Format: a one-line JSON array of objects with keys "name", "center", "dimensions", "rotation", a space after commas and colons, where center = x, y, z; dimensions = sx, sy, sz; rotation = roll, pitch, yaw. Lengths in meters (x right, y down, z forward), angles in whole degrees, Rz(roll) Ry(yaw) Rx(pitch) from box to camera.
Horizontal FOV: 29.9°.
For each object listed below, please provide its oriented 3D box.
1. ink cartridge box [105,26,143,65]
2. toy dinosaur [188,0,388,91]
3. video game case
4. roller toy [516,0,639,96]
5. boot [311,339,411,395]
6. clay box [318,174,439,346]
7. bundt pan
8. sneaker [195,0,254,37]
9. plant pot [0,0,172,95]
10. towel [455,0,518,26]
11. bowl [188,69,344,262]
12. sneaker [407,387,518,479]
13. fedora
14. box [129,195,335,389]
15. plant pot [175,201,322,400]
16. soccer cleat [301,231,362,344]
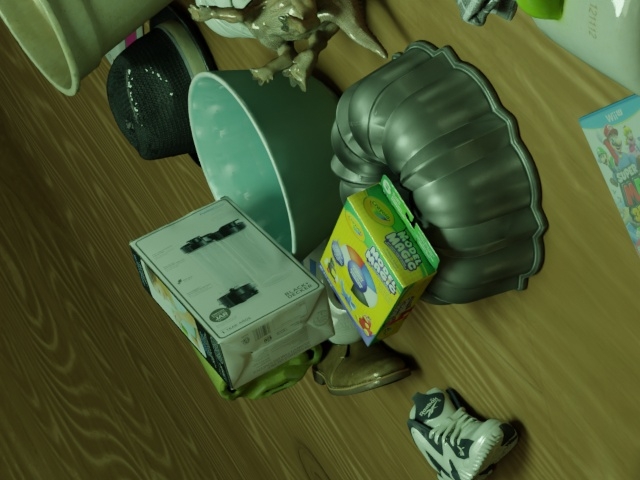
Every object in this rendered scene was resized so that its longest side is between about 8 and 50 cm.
[{"name": "ink cartridge box", "center": [-0.413, -0.501, 2.327], "dimensions": [0.176, 0.069, 0.371], "rotation": [55, 159, 28]}, {"name": "toy dinosaur", "center": [-0.021, -0.302, 1.512], "dimensions": [0.295, 0.200, 0.127], "rotation": [10, 140, 41]}, {"name": "video game case", "center": [0.312, -0.054, 1.132], "dimensions": [0.166, 0.015, 0.119], "rotation": [66, 160, -1]}, {"name": "roller toy", "center": [0.257, -0.204, 0.858], "dimensions": [0.191, 0.209, 0.146], "rotation": [36, -172, -47]}, {"name": "boot", "center": [0.048, 0.177, 1.917], "dimensions": [0.305, 0.112, 0.115], "rotation": [-177, 75, -69]}, {"name": "clay box", "center": [0.066, 0.026, 1.415], "dimensions": [0.127, 0.053, 0.222], "rotation": [58, 159, 17]}, {"name": "bundt pan", "center": [0.119, -0.065, 1.437], "dimensions": [0.331, 0.124, 0.331], "rotation": [50, 154, 36]}, {"name": "sneaker", "center": [-0.151, -0.406, 1.688], "dimensions": [0.152, 0.114, 0.305], "rotation": [26, 162, 50]}, {"name": "plant pot", "center": [-0.343, -0.444, 1.839], "dimensions": [0.334, 0.305, 0.334], "rotation": [48, 162, 21]}, {"name": "towel", "center": [0.151, -0.352, 1.045], "dimensions": [0.235, 0.121, 0.284], "rotation": [58, 158, 22]}, {"name": "bowl", "center": [-0.049, -0.121, 1.725], "dimensions": [0.311, 0.163, 0.312], "rotation": [49, 153, 36]}, {"name": "sneaker", "center": [0.184, 0.264, 1.680], "dimensions": [0.153, 0.094, 0.235], "rotation": [49, 165, 17]}, {"name": "fedora", "center": [-0.293, -0.258, 2.179], "dimensions": [0.334, 0.152, 0.334], "rotation": [50, 155, 34]}, {"name": "box", "center": [-0.126, 0.063, 1.654], "dimensions": [0.290, 0.169, 0.087], "rotation": [40, 150, 47]}, {"name": "plant pot", "center": [-0.126, 0.112, 1.956], "dimensions": [0.276, 0.276, 0.254], "rotation": [100, 149, -57]}, {"name": "soccer cleat", "center": [0.000, 0.000, 1.852], "dimensions": [0.143, 0.116, 0.331], "rotation": [-47, 65, 44]}]
